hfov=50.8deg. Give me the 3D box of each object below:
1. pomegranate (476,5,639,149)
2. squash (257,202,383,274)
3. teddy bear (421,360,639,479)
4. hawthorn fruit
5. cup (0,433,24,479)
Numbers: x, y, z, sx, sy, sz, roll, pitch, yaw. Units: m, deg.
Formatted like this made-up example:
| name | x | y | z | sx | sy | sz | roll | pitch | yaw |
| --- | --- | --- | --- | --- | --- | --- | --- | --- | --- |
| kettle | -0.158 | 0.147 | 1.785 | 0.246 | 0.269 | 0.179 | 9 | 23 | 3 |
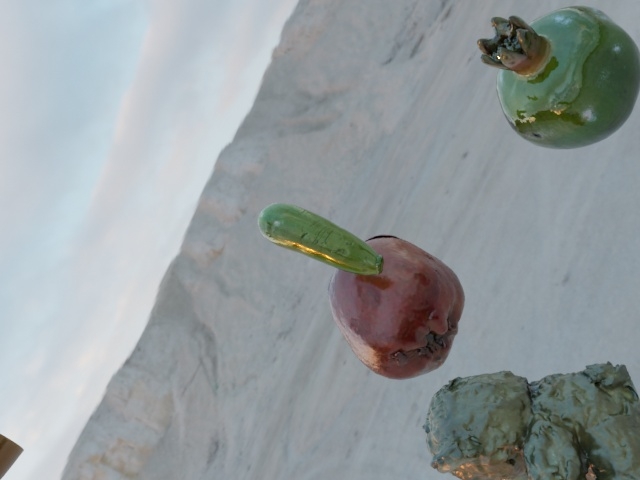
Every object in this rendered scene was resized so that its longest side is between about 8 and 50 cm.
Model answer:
| name | x | y | z | sx | sy | sz | roll | pitch | yaw |
| --- | --- | --- | --- | --- | --- | --- | --- | --- | --- |
| pomegranate | 0.296 | -0.217 | 0.860 | 0.187 | 0.225 | 0.187 | -26 | 56 | 46 |
| squash | 0.000 | 0.000 | 0.988 | 0.066 | 0.201 | 0.066 | 24 | -90 | -80 |
| teddy bear | 0.245 | 0.224 | 0.777 | 0.267 | 0.256 | 0.156 | -16 | -83 | -74 |
| hawthorn fruit | 0.103 | 0.083 | 1.117 | 0.211 | 0.299 | 0.211 | -34 | -28 | -21 |
| cup | -0.676 | 0.410 | 1.167 | 0.182 | 0.226 | 0.264 | 84 | -153 | -56 |
